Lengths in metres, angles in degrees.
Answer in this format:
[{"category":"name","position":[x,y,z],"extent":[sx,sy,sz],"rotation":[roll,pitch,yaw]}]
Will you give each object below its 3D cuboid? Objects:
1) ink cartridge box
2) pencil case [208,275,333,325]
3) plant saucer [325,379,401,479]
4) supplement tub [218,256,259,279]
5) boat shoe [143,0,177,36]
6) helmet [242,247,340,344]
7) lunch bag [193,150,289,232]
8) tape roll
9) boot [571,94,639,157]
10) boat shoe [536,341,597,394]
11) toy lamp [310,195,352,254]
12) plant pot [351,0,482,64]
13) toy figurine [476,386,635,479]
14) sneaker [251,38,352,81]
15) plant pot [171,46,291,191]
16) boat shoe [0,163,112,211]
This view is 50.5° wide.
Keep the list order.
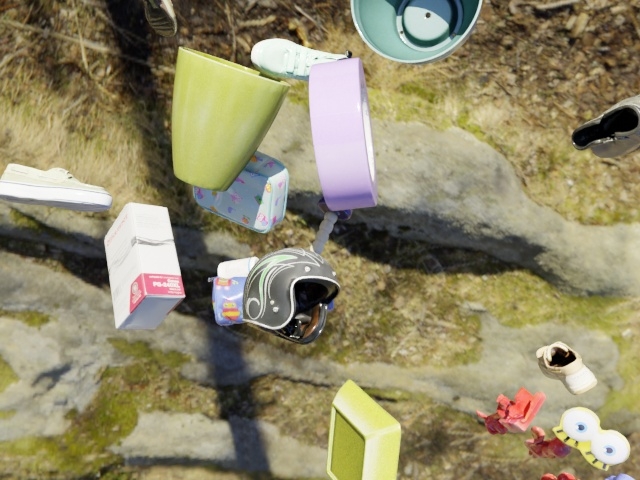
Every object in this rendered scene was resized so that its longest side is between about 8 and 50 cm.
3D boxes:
[{"category":"ink cartridge box","position":[-0.255,0.037,0.973],"extent":[0.063,0.150,0.109],"rotation":[6,146,-37]},{"category":"pencil case","position":[-0.119,0.134,1.681],"extent":[0.306,0.133,0.119],"rotation":[-6,104,-5]},{"category":"plant saucer","position":[0.059,0.350,1.110],"extent":[0.045,0.188,0.188],"rotation":[-1,102,-23]},{"category":"supplement tub","position":[-0.219,0.087,1.865],"extent":[0.107,0.071,0.071],"rotation":[-11,126,15]},{"category":"boat shoe","position":[-0.368,-0.553,1.554],"extent":[0.068,0.072,0.190],"rotation":[9,154,10]},{"category":"helmet","position":[-0.054,0.092,1.222],"extent":[0.169,0.169,0.161],"rotation":[27,75,-29]},{"category":"lunch bag","position":[-0.226,-0.152,1.891],"extent":[0.108,0.279,0.224],"rotation":[-44,150,-43]},{"category":"tape roll","position":[0.047,-0.195,1.265],"extent":[0.090,0.275,0.275],"rotation":[-5,124,8]},{"category":"boot","position":[0.439,-0.171,1.019],"extent":[0.161,0.246,0.083],"rotation":[-17,85,-15]},{"category":"boat shoe","position":[0.395,0.196,1.114],"extent":[0.063,0.170,0.059],"rotation":[-31,97,-1]},{"category":"toy lamp","position":[0.000,0.000,1.435],"extent":[0.080,0.080,0.275],"rotation":[36,71,-31]},{"category":"plant pot","position":[0.239,-0.542,1.581],"extent":[0.293,0.196,0.293],"rotation":[1,93,19]},{"category":"toy figurine","position":[0.245,0.339,0.619],"extent":[0.362,0.191,0.217],"rotation":[43,67,0]},{"category":"sneaker","position":[-0.031,-0.439,1.655],"extent":[0.256,0.151,0.094],"rotation":[2,98,-34]},{"category":"plant pot","position":[-0.246,-0.277,1.630],"extent":[0.275,0.275,0.293],"rotation":[14,104,-23]},{"category":"boat shoe","position":[-0.656,-0.134,1.672],"extent":[0.302,0.109,0.094],"rotation":[7,78,7]}]
